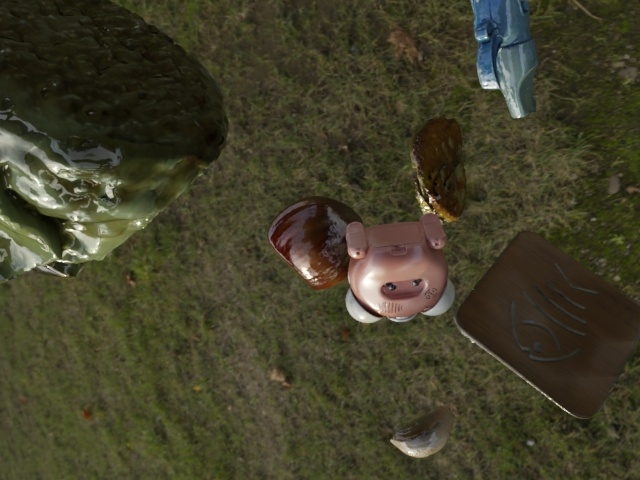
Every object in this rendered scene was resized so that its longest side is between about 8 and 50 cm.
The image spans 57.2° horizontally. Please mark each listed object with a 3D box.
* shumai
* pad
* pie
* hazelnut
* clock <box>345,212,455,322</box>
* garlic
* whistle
[{"bbox_3d":[-0.333,-0.108,0.737,0.395,0.395,0.348,48,131,24],"label":"shumai"},{"bbox_3d":[0.425,0.140,1.074,0.287,0.284,0.018,37,151,16],"label":"pad"},{"bbox_3d":[0.319,-0.180,1.581,0.086,0.308,0.308,-3,101,33],"label":"pie"},{"bbox_3d":[0.001,-0.002,1.287,0.212,0.181,0.181,47,174,-19],"label":"hazelnut"},{"bbox_3d":[0.115,0.054,0.865,0.166,0.092,0.162,-8,123,3],"label":"clock"},{"bbox_3d":[0.301,0.542,1.647,0.101,0.196,0.087,47,167,55],"label":"garlic"},{"bbox_3d":[0.297,-0.329,0.947,0.093,0.180,0.269,-3,112,39],"label":"whistle"}]
